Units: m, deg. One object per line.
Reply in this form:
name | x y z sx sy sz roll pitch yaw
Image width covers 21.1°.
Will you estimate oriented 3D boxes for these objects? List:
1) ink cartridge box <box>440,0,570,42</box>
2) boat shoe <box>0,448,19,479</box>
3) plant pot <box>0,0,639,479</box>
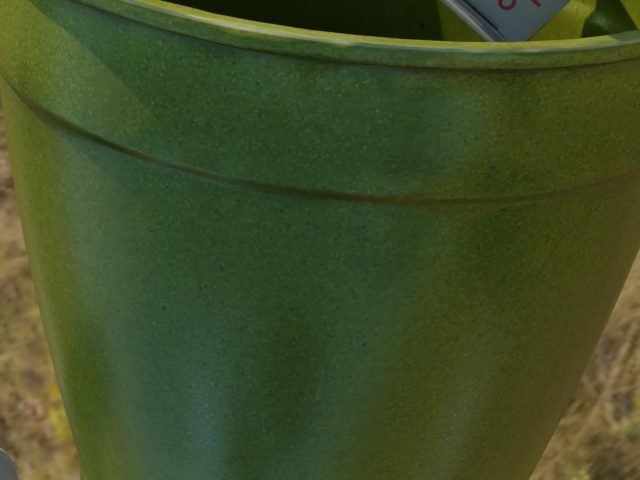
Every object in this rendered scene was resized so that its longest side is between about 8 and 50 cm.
ink cartridge box | 0.065 -0.168 0.809 0.067 0.115 0.198 -43 33 19
boat shoe | -0.339 0.195 1.061 0.105 0.306 0.113 28 140 49
plant pot | 0.000 0.000 0.887 0.366 0.366 0.353 22 120 27
